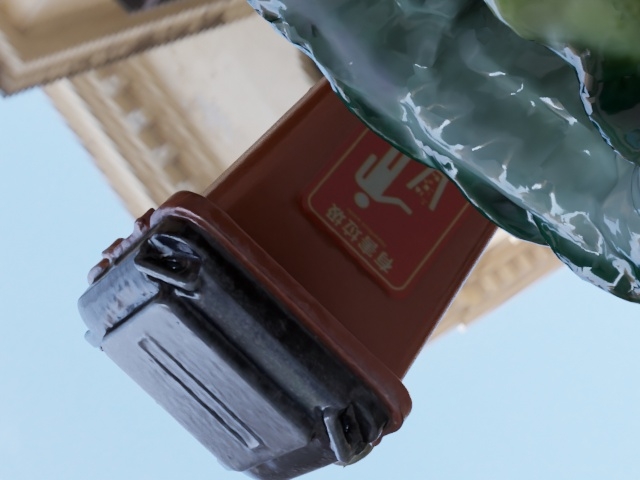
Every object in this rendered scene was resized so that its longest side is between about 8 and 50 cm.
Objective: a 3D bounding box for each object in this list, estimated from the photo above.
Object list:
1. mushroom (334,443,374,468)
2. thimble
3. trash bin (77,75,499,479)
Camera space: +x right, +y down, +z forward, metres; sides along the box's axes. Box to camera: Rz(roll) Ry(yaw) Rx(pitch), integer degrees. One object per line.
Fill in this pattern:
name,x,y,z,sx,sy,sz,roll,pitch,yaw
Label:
mushroom,0.018,0.159,1.433,0.067,0.083,0.084,2,-124,-21
thimble,0.083,-0.116,0.551,0.254,0.167,0.288,34,170,31
trash bin,0.000,0.000,0.862,0.161,0.184,0.239,44,-121,-7
